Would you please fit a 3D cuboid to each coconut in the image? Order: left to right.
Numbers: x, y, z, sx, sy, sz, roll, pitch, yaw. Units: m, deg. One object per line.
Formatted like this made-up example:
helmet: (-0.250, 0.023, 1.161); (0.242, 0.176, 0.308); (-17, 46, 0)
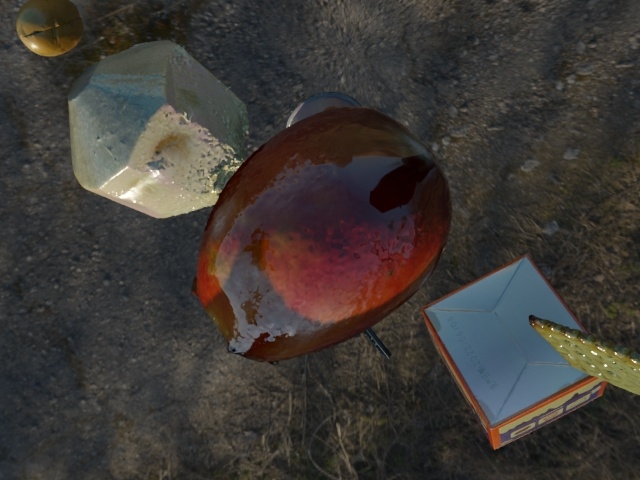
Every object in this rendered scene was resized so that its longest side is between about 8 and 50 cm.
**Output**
coconut: (-0.299, -0.199, 1.037); (0.297, 0.297, 0.310); (-42, 144, 14)

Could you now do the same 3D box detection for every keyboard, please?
keyboard: (0.113, 0.224, 1.563); (0.025, 0.093, 0.230); (-38, 94, 0)

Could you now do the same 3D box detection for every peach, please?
peach: (0.000, 0.000, 0.711); (0.281, 0.281, 0.338); (44, 83, -11)

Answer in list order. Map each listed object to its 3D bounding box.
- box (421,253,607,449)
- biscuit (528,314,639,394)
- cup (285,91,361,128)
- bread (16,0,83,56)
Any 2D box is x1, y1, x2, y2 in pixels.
box: (0.486, 0.285, 1.467); (0.319, 0.348, 0.256); (-30, 145, 2)
biscuit: (0.293, 0.124, 0.503); (0.144, 0.203, 0.016); (38, 78, -41)
cup: (0.040, -0.170, 1.296); (0.203, 0.288, 0.203); (-10, 142, -8)
bread: (-0.551, -0.450, 1.197); (0.078, 0.189, 0.114); (-14, 119, 23)
